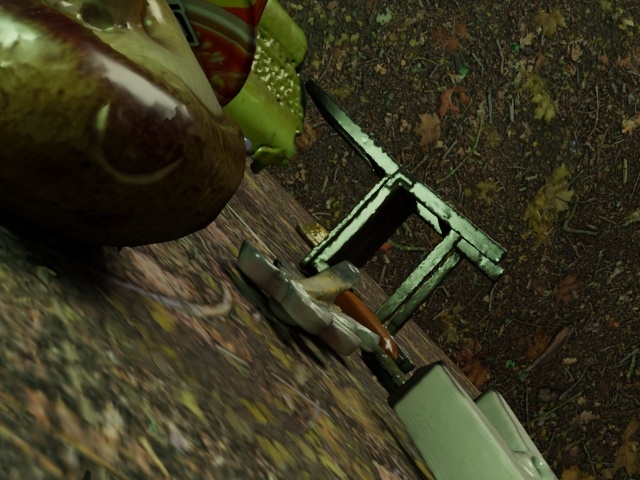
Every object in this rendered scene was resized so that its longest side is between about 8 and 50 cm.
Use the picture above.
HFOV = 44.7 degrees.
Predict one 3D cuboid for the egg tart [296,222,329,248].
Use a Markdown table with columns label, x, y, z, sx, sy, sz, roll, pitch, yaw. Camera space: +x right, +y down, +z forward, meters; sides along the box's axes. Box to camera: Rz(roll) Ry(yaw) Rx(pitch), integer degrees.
| label | x | y | z | sx | sy | sz | roll | pitch | yaw |
| --- | --- | --- | --- | --- | --- | --- | --- | --- | --- |
| egg tart | 0.000 | 0.000 | 1.783 | 0.129 | 0.049 | 0.129 | 46 | 5 | -5 |

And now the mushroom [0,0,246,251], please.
| label | x | y | z | sx | sy | sz | roll | pitch | yaw |
| --- | --- | --- | --- | --- | --- | --- | --- | --- | --- |
| mushroom | -0.132 | -0.091 | 0.378 | 0.231 | 0.138 | 0.194 | 59 | -8 | 16 |

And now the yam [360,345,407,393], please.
| label | x | y | z | sx | sy | sz | roll | pitch | yaw |
| --- | --- | --- | --- | --- | --- | --- | --- | --- | --- |
| yam | 0.093 | 0.174 | 0.937 | 0.033 | 0.027 | 0.129 | 42 | 6 | -49 |

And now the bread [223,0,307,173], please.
| label | x | y | z | sx | sy | sz | roll | pitch | yaw |
| --- | --- | --- | --- | --- | --- | --- | --- | --- | --- |
| bread | -0.184 | -0.267 | 1.019 | 0.208 | 0.251 | 0.376 | -5 | -30 | 32 |

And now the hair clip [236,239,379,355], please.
| label | x | y | z | sx | sy | sz | roll | pitch | yaw |
| --- | --- | --- | --- | --- | --- | --- | --- | --- | --- |
| hair clip | -0.006 | 0.055 | 0.759 | 0.146 | 0.075 | 0.257 | 45 | 9 | 12 |

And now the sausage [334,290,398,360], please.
| label | x | y | z | sx | sy | sz | roll | pitch | yaw |
| --- | --- | --- | --- | --- | --- | --- | --- | --- | --- |
| sausage | 0.061 | 0.119 | 1.060 | 0.131 | 0.041 | 0.039 | 49 | -1 | 41 |

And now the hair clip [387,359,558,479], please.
| label | x | y | z | sx | sy | sz | roll | pitch | yaw |
| --- | --- | --- | --- | --- | --- | --- | --- | --- | --- |
| hair clip | 0.166 | 0.232 | 0.629 | 0.101 | 0.085 | 0.331 | 42 | 11 | -34 |

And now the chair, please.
| label | x | y | z | sx | sy | sz | roll | pitch | yaw |
| --- | --- | --- | --- | --- | --- | --- | --- | --- | --- |
| chair | 0.062 | -0.020 | 1.251 | 0.416 | 0.240 | 0.203 | 44 | 2 | 17 |

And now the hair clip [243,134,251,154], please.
| label | x | y | z | sx | sy | sz | roll | pitch | yaw |
| --- | --- | --- | --- | --- | --- | --- | --- | --- | --- |
| hair clip | -0.178 | -0.146 | 0.763 | 0.278 | 0.090 | 0.137 | 45 | -6 | -33 |

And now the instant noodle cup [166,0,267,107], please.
| label | x | y | z | sx | sy | sz | roll | pitch | yaw |
| --- | --- | --- | --- | --- | --- | --- | --- | --- | --- |
| instant noodle cup | -0.123 | -0.232 | 0.540 | 0.250 | 0.192 | 0.250 | 16 | -36 | 12 |
